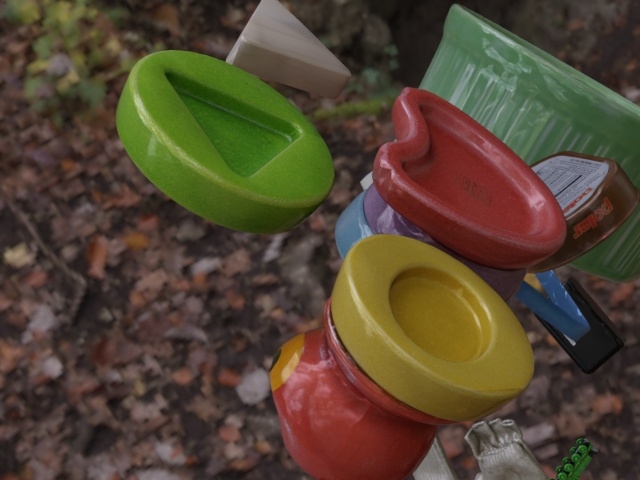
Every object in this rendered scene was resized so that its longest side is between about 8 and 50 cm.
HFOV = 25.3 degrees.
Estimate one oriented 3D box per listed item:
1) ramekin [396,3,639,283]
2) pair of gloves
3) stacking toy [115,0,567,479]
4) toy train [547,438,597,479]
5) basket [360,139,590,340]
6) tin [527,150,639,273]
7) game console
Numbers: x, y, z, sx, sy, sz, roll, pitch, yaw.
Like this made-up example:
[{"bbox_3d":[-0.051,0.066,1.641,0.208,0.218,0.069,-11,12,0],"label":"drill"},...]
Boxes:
[{"bbox_3d":[0.220,-0.087,1.364,0.148,0.303,0.303,-60,38,12],"label":"ramekin"},{"bbox_3d":[0.211,0.335,1.851,0.042,0.204,0.240,-27,5,-40],"label":"pair of gloves"},{"bbox_3d":[0.000,0.000,0.883,0.130,0.280,0.309,-55,-2,29],"label":"stacking toy"},{"bbox_3d":[0.250,0.234,1.433,0.083,0.024,0.017,-58,12,21],"label":"toy train"},{"bbox_3d":[0.210,-0.007,1.813,0.201,0.289,0.254,-44,39,13],"label":"basket"},{"bbox_3d":[0.180,-0.025,1.118,0.106,0.040,0.190,-41,12,-3],"label":"tin"},{"bbox_3d":[0.368,0.120,2.023,0.107,0.071,0.122,-38,82,-16],"label":"game console"}]
